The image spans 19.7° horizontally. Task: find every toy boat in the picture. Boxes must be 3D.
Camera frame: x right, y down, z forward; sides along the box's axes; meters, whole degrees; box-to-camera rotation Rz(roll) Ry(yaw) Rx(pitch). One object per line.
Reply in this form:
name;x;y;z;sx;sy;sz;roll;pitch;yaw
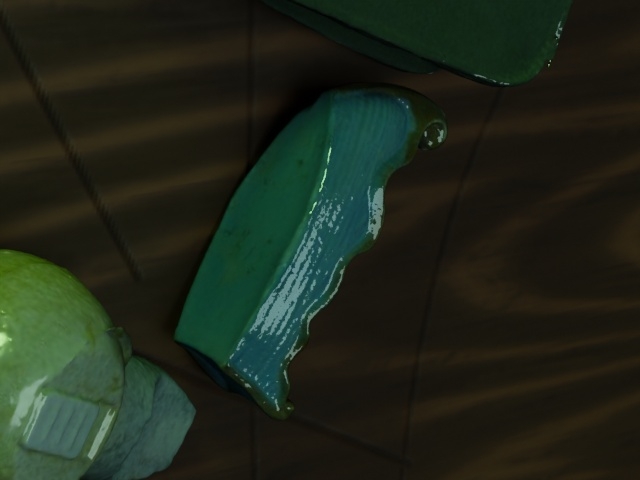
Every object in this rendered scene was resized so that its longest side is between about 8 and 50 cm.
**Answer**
toy boat;0.000;0.000;0.944;0.077;0.075;0.185;30;83;-37

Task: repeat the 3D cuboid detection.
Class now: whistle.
whistle;-0.134;0.069;0.866;0.123;0.123;0.223;-64;151;-1

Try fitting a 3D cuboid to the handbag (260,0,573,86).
handbag;0.040;-0.219;0.897;0.260;0.079;0.248;19;93;-39
